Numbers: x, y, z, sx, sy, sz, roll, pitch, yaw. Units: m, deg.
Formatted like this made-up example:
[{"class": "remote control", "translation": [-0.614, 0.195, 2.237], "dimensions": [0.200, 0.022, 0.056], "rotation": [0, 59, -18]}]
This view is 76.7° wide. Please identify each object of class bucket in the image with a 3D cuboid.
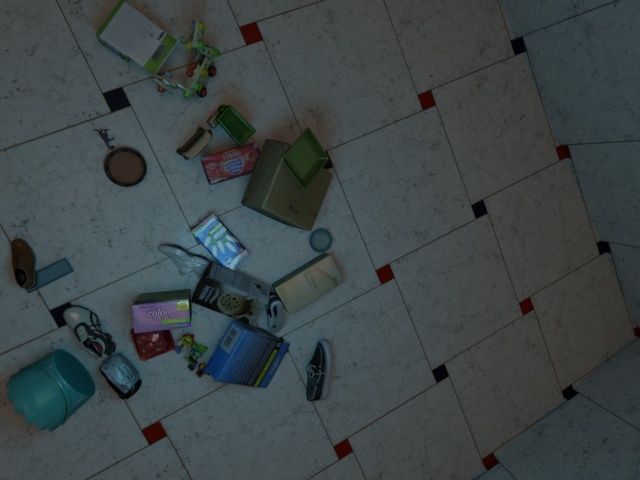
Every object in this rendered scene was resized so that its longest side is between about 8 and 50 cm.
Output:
[{"class": "bucket", "translation": [-1.060, 0.586, 1.611], "dimensions": [0.183, 0.281, 0.281], "rotation": [-38, 103, -14]}]

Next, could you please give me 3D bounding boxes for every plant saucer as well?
[{"class": "plant saucer", "translation": [-1.135, 0.145, 1.683], "dimensions": [0.192, 0.018, 0.067], "rotation": [-29, 101, -12]}, {"class": "plant saucer", "translation": [0.000, 0.000, 2.002], "dimensions": [0.119, 0.021, 0.119], "rotation": [-1, 94, -15]}, {"class": "plant saucer", "translation": [-0.833, -0.313, 1.736], "dimensions": [0.168, 0.029, 0.168], "rotation": [-1, 94, -15]}, {"class": "plant saucer", "translation": [-0.072, -0.342, 1.682], "dimensions": [0.188, 0.045, 0.188], "rotation": [-54, 135, -16]}]

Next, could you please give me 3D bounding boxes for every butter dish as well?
[{"class": "butter dish", "translation": [-0.736, 0.443, 1.766], "dimensions": [0.160, 0.118, 0.159], "rotation": [-19, 98, -14]}]

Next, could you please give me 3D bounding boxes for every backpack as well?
[{"class": "backpack", "translation": [-0.856, 0.578, 1.738], "dimensions": [0.115, 0.152, 0.182], "rotation": [-41, 100, -26]}]

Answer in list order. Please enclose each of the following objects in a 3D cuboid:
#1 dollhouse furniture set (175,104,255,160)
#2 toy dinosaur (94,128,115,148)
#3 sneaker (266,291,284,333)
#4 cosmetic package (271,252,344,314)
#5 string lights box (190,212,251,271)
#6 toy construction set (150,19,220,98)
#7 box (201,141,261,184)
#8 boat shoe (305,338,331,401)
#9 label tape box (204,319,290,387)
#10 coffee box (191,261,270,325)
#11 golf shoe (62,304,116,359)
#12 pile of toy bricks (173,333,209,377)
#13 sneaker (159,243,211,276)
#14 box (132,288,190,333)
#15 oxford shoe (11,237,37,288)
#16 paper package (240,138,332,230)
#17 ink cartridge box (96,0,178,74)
[{"class": "dollhouse furniture set", "translation": [-0.461, -0.432, 1.765], "dimensions": [0.301, 0.197, 0.151], "rotation": [-48, 120, -6]}, {"class": "toy dinosaur", "translation": [-0.907, -0.429, 1.714], "dimensions": [0.090, 0.047, 0.082], "rotation": [5, 103, 16]}, {"class": "sneaker", "translation": [-0.225, 0.332, 1.932], "dimensions": [0.079, 0.121, 0.216], "rotation": [-11, 131, -24]}, {"class": "cosmetic package", "translation": [-0.062, 0.205, 1.951], "dimensions": [0.309, 0.113, 0.160], "rotation": [-32, 101, -11]}, {"class": "string lights box", "translation": [-0.452, 0.013, 1.842], "dimensions": [0.133, 0.077, 0.259], "rotation": [-43, 104, -10]}, {"class": "toy construction set", "translation": [-0.549, -0.732, 1.702], "dimensions": [0.151, 0.215, 0.327], "rotation": [38, 91, 18]}, {"class": "box", "translation": [-0.391, -0.342, 1.810], "dimensions": [0.257, 0.128, 0.122], "rotation": [-20, 101, -15]}, {"class": "boat shoe", "translation": [-0.022, 0.640, 1.989], "dimensions": [0.105, 0.113, 0.306], "rotation": [1, 103, -31]}, {"class": "label tape box", "translation": [-0.325, 0.534, 1.875], "dimensions": [0.348, 0.115, 0.249], "rotation": [36, 81, -52]}, {"class": "coffee box", "translation": [-0.398, 0.240, 1.812], "dimensions": [0.297, 0.119, 0.168], "rotation": [26, 118, -18]}, {"class": "golf shoe", "translation": [-0.971, 0.384, 1.695], "dimensions": [0.105, 0.120, 0.273], "rotation": [-40, 102, -9]}, {"class": "pile of toy bricks", "translation": [-0.561, 0.515, 1.842], "dimensions": [0.212, 0.118, 0.105], "rotation": [48, 45, -4]}, {"class": "sneaker", "translation": [-0.615, 0.096, 1.797], "dimensions": [0.232, 0.090, 0.115], "rotation": [26, 89, -15]}, {"class": "box", "translation": [-0.661, 0.293, 1.714], "dimensions": [0.214, 0.243, 0.117], "rotation": [-4, 94, -17]}, {"class": "oxford shoe", "translation": [-1.199, 0.089, 1.625], "dimensions": [0.076, 0.076, 0.212], "rotation": [-17, 86, -11]}, {"class": "paper package", "translation": [-0.145, -0.235, 1.802], "dimensions": [0.325, 0.168, 0.309], "rotation": [24, 87, -48]}, {"class": "ink cartridge box", "translation": [-0.759, -0.831, 1.692], "dimensions": [0.255, 0.097, 0.188], "rotation": [34, 84, -19]}]
